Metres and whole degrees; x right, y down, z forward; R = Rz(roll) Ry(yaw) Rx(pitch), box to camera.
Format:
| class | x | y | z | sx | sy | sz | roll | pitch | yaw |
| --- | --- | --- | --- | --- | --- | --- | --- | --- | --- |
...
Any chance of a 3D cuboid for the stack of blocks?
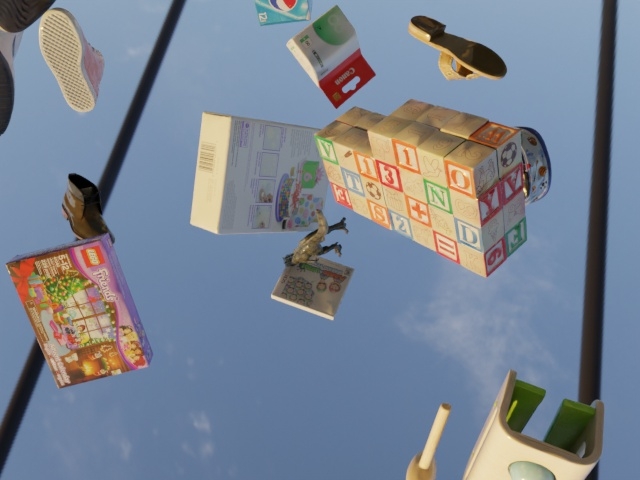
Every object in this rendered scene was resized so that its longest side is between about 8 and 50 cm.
| class | x | y | z | sx | sy | sz | roll | pitch | yaw |
| --- | --- | --- | --- | --- | --- | --- | --- | --- | --- |
| stack of blocks | 0.124 | -0.093 | 0.864 | 0.087 | 0.171 | 0.297 | -38 | -138 | -22 |

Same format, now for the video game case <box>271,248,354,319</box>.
| class | x | y | z | sx | sy | sz | roll | pitch | yaw |
| --- | --- | --- | --- | --- | --- | --- | --- | --- | --- |
| video game case | -0.016 | 0.100 | 1.510 | 0.157 | 0.019 | 0.143 | 19 | -123 | 11 |

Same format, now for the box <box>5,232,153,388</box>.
| class | x | y | z | sx | sy | sz | roll | pitch | yaw |
| --- | --- | --- | --- | --- | --- | --- | --- | --- | --- |
| box | -0.490 | 0.148 | 1.326 | 0.200 | 0.294 | 0.057 | -15 | -161 | 1 |

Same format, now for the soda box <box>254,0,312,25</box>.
| class | x | y | z | sx | sy | sz | roll | pitch | yaw |
| --- | --- | --- | --- | --- | --- | --- | --- | --- | --- |
| soda box | -0.044 | -0.364 | 0.839 | 0.067 | 0.071 | 0.210 | -5 | -135 | 7 |

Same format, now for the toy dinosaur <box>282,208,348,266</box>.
| class | x | y | z | sx | sy | sz | roll | pitch | yaw |
| --- | --- | --- | --- | --- | --- | --- | --- | --- | --- |
| toy dinosaur | 0.000 | 0.000 | 1.435 | 0.118 | 0.268 | 0.064 | -10 | -113 | -27 |

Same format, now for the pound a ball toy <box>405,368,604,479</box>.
| class | x | y | z | sx | sy | sz | roll | pitch | yaw |
| --- | --- | --- | --- | --- | --- | --- | --- | --- | --- |
| pound a ball toy | 0.236 | 0.322 | 0.903 | 0.208 | 0.319 | 0.136 | 18 | -134 | 13 |

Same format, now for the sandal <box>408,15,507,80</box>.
| class | x | y | z | sx | sy | sz | roll | pitch | yaw |
| --- | --- | --- | --- | --- | --- | --- | --- | --- | --- |
| sandal | 0.272 | -0.368 | 1.312 | 0.088 | 0.079 | 0.240 | -33 | -118 | -31 |

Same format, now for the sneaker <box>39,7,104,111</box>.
| class | x | y | z | sx | sy | sz | roll | pitch | yaw |
| --- | --- | --- | --- | --- | --- | --- | --- | --- | --- |
| sneaker | -0.301 | -0.231 | 0.785 | 0.050 | 0.134 | 0.070 | -1 | -132 | 0 |

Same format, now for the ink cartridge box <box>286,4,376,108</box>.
| class | x | y | z | sx | sy | sz | roll | pitch | yaw |
| --- | --- | --- | --- | --- | --- | --- | --- | --- | --- |
| ink cartridge box | 0.042 | -0.510 | 1.791 | 0.181 | 0.225 | 0.056 | -43 | -169 | -19 |

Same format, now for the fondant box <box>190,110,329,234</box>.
| class | x | y | z | sx | sy | sz | roll | pitch | yaw |
| --- | --- | --- | --- | --- | --- | --- | --- | --- | --- |
| fondant box | -0.118 | -0.142 | 1.415 | 0.096 | 0.239 | 0.330 | 17 | -167 | 40 |

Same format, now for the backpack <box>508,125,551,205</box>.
| class | x | y | z | sx | sy | sz | roll | pitch | yaw |
| --- | --- | --- | --- | --- | --- | --- | --- | --- | --- |
| backpack | 0.513 | -0.195 | 1.790 | 0.213 | 0.277 | 0.263 | -24 | -169 | -23 |

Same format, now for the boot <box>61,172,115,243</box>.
| class | x | y | z | sx | sy | sz | roll | pitch | yaw |
| --- | --- | --- | --- | --- | --- | --- | --- | --- | --- |
| boot | -0.565 | -0.074 | 1.552 | 0.082 | 0.106 | 0.219 | -19 | -137 | -42 |

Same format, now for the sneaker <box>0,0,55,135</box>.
| class | x | y | z | sx | sy | sz | roll | pitch | yaw |
| --- | --- | --- | --- | --- | --- | --- | --- | --- | --- |
| sneaker | -0.458 | -0.366 | 0.850 | 0.169 | 0.447 | 0.258 | 8 | -139 | -40 |
